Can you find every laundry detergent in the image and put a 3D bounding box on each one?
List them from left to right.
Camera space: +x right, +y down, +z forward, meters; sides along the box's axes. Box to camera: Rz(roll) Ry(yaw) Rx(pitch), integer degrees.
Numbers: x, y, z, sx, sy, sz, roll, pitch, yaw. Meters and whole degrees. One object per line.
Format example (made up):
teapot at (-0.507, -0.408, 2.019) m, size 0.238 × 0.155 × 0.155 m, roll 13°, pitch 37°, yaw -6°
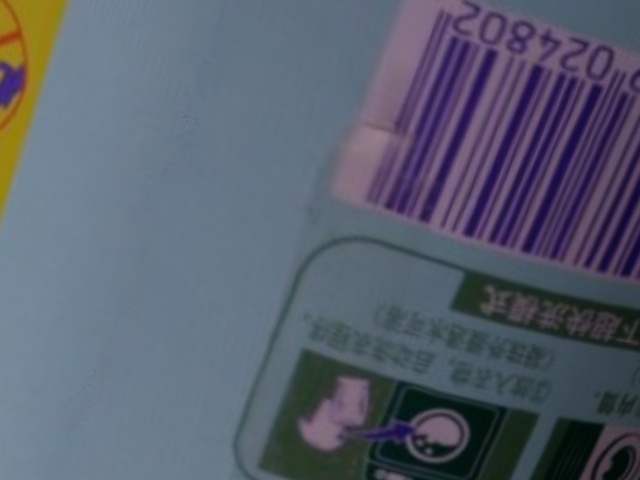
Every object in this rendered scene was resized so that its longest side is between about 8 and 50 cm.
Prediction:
laundry detergent at (0.000, 0.000, 0.485) m, size 0.287 × 0.287 × 0.305 m, roll -54°, pitch -13°, yaw -66°
